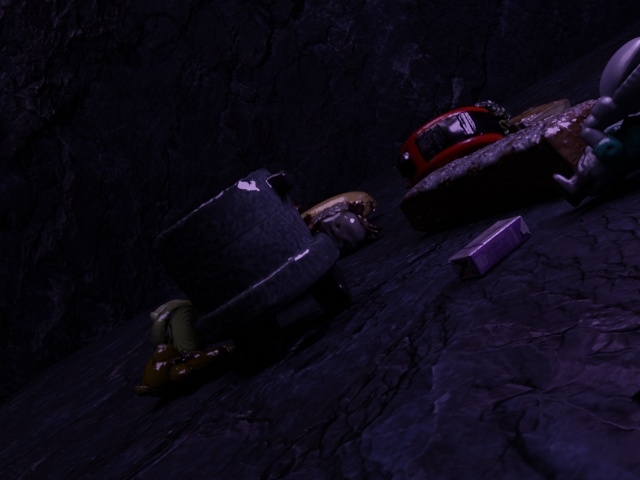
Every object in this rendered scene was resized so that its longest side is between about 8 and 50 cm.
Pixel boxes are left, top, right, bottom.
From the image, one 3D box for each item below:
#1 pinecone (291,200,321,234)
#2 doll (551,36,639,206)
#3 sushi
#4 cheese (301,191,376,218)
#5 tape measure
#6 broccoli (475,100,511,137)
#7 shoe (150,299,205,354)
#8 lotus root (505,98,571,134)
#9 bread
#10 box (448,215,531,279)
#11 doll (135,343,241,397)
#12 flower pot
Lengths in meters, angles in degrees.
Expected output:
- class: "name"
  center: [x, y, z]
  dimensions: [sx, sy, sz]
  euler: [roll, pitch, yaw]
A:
- class: "pinecone"
  center: [-0.099, 0.020, 1.489]
  dimensions: [0.264, 0.264, 0.264]
  euler: [-30, 7, 4]
- class: "doll"
  center: [0.427, -0.168, 0.896]
  dimensions: [0.258, 0.153, 0.195]
  euler: [-28, -22, -12]
- class: "sushi"
  center: [0.000, 0.000, 1.694]
  dimensions: [0.332, 0.124, 0.130]
  euler: [-29, 16, 22]
- class: "cheese"
  center: [0.028, -0.061, 2.013]
  dimensions: [0.316, 0.128, 0.259]
  euler: [-24, 7, 35]
- class: "tape measure"
  center: [0.293, -0.184, 1.497]
  dimensions: [0.253, 0.114, 0.260]
  euler: [-28, -21, 12]
- class: "broccoli"
  center: [0.408, -0.257, 1.859]
  dimensions: [0.304, 0.145, 0.165]
  euler: [-44, 4, -6]
- class: "shoe"
  center: [-0.333, 0.213, 1.572]
  dimensions: [0.128, 0.140, 0.262]
  euler: [-18, 5, 18]
- class: "lotus root"
  center: [0.550, -0.297, 1.706]
  dimensions: [0.144, 0.070, 0.143]
  euler: [-28, 12, -17]
- class: "bread"
  center: [0.325, -0.123, 1.214]
  dimensions: [0.165, 0.113, 0.416]
  euler: [-32, 5, -32]
- class: "box"
  center: [0.238, 0.010, 0.931]
  dimensions: [0.117, 0.036, 0.051]
  euler: [-33, 7, -27]
- class: "doll"
  center: [-0.250, 0.226, 1.249]
  dimensions: [0.209, 0.097, 0.137]
  euler: [-23, 3, 17]
- class: "flower pot"
  center: [-0.104, 0.043, 1.166]
  dimensions: [0.299, 0.282, 0.299]
  euler: [-33, 4, 3]
